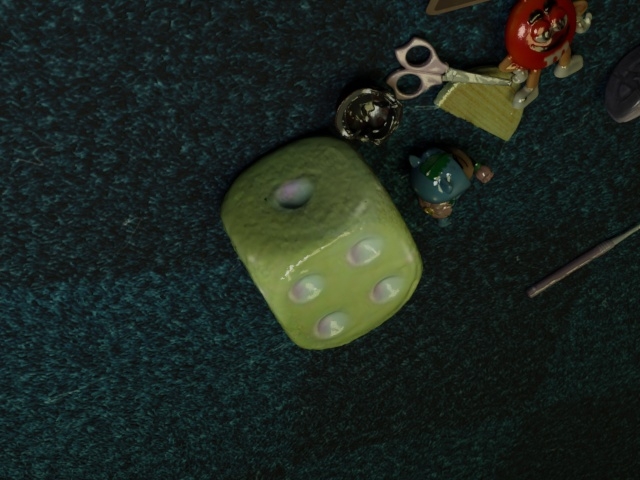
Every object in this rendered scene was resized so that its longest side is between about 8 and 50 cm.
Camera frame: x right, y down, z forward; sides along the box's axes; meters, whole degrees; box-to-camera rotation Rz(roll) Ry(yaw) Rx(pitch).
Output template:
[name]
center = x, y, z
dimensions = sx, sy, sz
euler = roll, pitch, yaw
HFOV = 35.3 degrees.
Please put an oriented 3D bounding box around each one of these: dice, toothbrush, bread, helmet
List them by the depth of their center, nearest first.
[helmet]
center = 0.068, -0.210, 1.605
dimensions = 0.123, 0.070, 0.098
euler = 16, 115, -31
[dice]
center = 0.000, 0.000, 1.631
dimensions = 0.252, 0.254, 0.250
euler = -30, 139, -2
[bread]
center = 0.284, -0.249, 1.718
dimensions = 0.193, 0.036, 0.112
euler = 18, 113, -39
[toothbrush]
center = 0.594, 0.020, 2.161
dimensions = 0.354, 0.024, 0.029
euler = -32, 133, 2

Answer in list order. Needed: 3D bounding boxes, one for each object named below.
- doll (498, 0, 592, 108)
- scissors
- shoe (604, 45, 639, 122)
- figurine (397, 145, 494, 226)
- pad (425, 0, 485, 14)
[doll]
center = 0.371, -0.332, 1.648
dimensions = 0.183, 0.085, 0.217
euler = -33, 138, -11
[scissors]
center = 0.213, -0.270, 1.634
dimensions = 0.212, 0.021, 0.110
euler = 4, 127, -15
[shoe]
center = 0.624, -0.301, 1.817
dimensions = 0.245, 0.095, 0.137
euler = -48, 133, 10
[figurine]
center = 0.224, -0.107, 1.778
dimensions = 0.144, 0.114, 0.178
euler = -30, 150, -11
[pad]
center = 0.294, -0.412, 1.524
dimensions = 0.266, 0.002, 0.176
euler = -18, 166, -14
